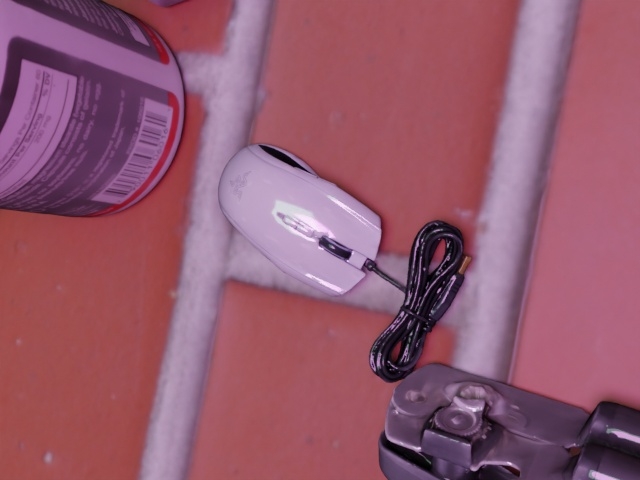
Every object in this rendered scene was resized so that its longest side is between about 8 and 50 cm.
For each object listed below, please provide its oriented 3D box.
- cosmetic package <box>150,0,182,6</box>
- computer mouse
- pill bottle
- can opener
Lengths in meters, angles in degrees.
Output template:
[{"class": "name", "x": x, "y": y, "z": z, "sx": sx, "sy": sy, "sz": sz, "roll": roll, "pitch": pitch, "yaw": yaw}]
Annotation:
[{"class": "cosmetic package", "x": 0.009, "y": -0.350, "z": 0.600, "sx": 0.377, "sy": 0.097, "sz": 0.285, "roll": -13, "pitch": 84, "yaw": 22}, {"class": "computer mouse", "x": 0.000, "y": 0.000, "z": 0.615, "sx": 0.193, "sy": 0.042, "sz": 0.106, "roll": 32, "pitch": 101, "yaw": 21}, {"class": "pill bottle", "x": -0.223, "y": -0.102, "z": 0.584, "sx": 0.161, "sy": 0.283, "sz": 0.161, "roll": -1, "pitch": 87, "yaw": 23}, {"class": "can opener", "x": 0.168, "y": 0.147, "z": 0.535, "sx": 0.283, "sy": 0.076, "sz": 0.095, "roll": 17, "pitch": 126, "yaw": 22}]
